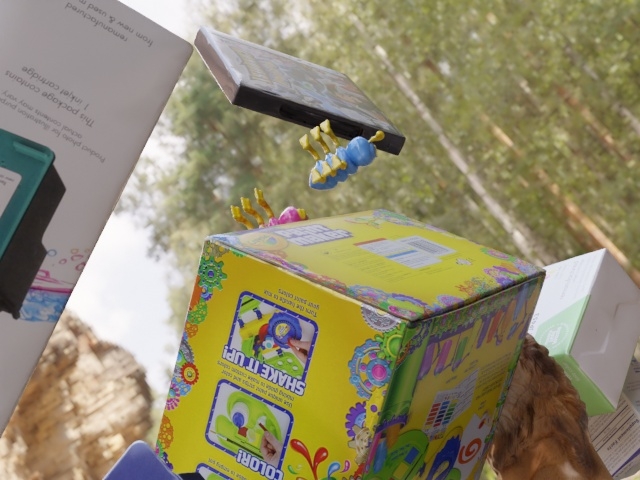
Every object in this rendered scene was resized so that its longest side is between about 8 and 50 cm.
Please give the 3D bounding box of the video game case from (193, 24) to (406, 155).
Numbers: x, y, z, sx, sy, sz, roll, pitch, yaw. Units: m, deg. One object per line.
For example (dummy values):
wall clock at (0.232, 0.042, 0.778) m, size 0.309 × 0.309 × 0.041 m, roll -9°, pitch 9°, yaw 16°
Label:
video game case at (-0.036, -0.214, 1.530) m, size 0.248 × 0.275 × 0.035 m, roll 15°, pitch -70°, yaw -24°

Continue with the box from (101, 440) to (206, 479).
box at (-0.077, 0.248, 0.689) m, size 0.136 × 0.225 × 0.036 m, roll -51°, pitch -22°, yaw 7°

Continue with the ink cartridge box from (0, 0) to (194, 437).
ink cartridge box at (-0.142, 0.024, 0.393) m, size 0.134 × 0.078 × 0.231 m, roll -31°, pitch 34°, yaw 59°

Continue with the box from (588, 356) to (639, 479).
box at (0.418, 0.249, 1.539) m, size 0.072 × 0.137 × 0.126 m, roll -4°, pitch -40°, yaw -35°

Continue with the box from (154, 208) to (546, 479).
box at (0.024, 0.140, 0.898) m, size 0.290 × 0.177 × 0.279 m, roll -10°, pitch -62°, yaw -60°

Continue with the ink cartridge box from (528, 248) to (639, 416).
ink cartridge box at (0.271, 0.159, 1.563) m, size 0.353 × 0.119 × 0.207 m, roll -23°, pitch 28°, yaw 46°

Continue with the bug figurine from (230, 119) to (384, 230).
bug figurine at (0.000, 0.000, 1.211) m, size 0.216 × 0.279 × 0.072 m, roll -31°, pitch -48°, yaw 18°

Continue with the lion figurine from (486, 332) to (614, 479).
lion figurine at (0.249, 0.270, 1.039) m, size 0.142 × 0.392 × 0.240 m, roll -22°, pitch -39°, yaw -21°
